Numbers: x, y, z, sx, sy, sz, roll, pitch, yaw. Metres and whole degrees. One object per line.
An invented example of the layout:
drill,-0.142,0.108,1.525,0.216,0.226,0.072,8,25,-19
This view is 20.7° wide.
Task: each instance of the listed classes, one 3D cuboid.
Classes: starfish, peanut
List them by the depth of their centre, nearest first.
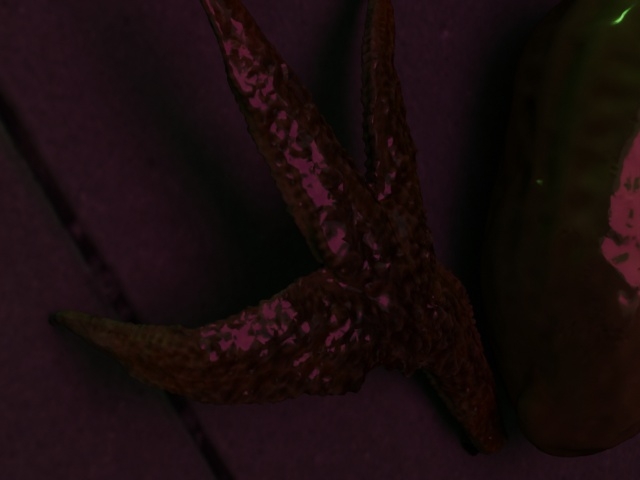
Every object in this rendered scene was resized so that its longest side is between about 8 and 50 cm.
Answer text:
starfish,0.007,0.000,1.212,0.398,0.132,0.384,-11,93,-46
peanut,0.221,-0.022,1.375,0.192,0.169,0.387,20,81,-57
